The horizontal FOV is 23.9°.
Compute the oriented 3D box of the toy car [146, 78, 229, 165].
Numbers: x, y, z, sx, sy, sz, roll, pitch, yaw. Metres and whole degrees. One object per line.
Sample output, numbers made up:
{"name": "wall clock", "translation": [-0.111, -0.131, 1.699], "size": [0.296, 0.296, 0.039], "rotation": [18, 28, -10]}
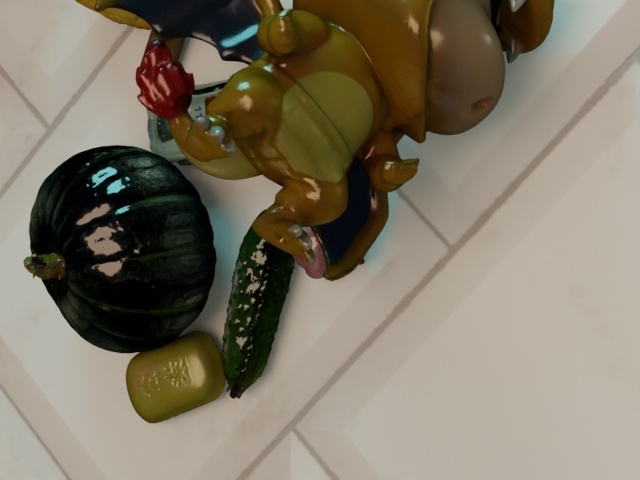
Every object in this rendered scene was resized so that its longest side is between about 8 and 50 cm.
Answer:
{"name": "toy car", "translation": [-0.113, -0.145, 1.767], "size": [0.205, 0.056, 0.095], "rotation": [-8, 84, 29]}

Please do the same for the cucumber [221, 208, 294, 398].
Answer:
{"name": "cucumber", "translation": [-0.074, 0.073, 1.737], "size": [0.069, 0.069, 0.227], "rotation": [17, 100, 27]}

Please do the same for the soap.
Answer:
{"name": "soap", "translation": [-0.174, 0.163, 1.798], "size": [0.140, 0.045, 0.089], "rotation": [-23, 75, 26]}

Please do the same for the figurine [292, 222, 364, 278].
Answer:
{"name": "figurine", "translation": [0.000, 0.000, 1.696], "size": [0.071, 0.067, 0.083], "rotation": [-24, 60, 5]}

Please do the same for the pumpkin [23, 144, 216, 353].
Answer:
{"name": "pumpkin", "translation": [-0.242, 0.011, 1.750], "size": [0.250, 0.216, 0.249], "rotation": [28, 123, 55]}

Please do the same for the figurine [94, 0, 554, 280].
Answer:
{"name": "figurine", "translation": [0.009, -0.198, 1.541], "size": [0.401, 0.268, 0.387], "rotation": [46, 72, -11]}

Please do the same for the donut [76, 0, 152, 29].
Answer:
{"name": "donut", "translation": [-0.213, -0.368, 1.770], "size": [0.253, 0.118, 0.253], "rotation": [-13, 72, 44]}

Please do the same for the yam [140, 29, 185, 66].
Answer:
{"name": "yam", "translation": [-0.150, -0.347, 1.797], "size": [0.045, 0.045, 0.326], "rotation": [19, 98, 5]}
